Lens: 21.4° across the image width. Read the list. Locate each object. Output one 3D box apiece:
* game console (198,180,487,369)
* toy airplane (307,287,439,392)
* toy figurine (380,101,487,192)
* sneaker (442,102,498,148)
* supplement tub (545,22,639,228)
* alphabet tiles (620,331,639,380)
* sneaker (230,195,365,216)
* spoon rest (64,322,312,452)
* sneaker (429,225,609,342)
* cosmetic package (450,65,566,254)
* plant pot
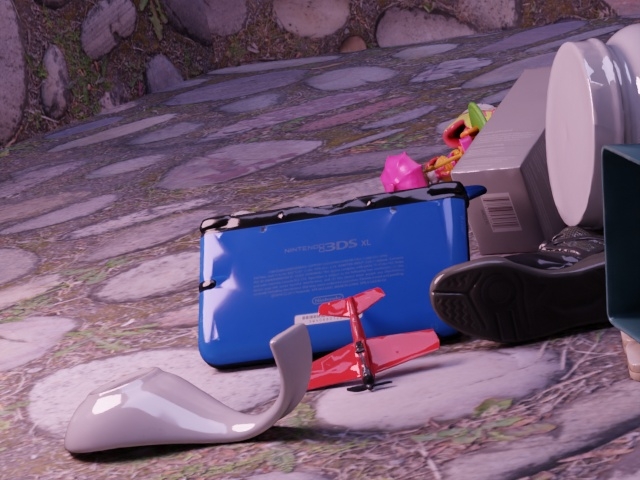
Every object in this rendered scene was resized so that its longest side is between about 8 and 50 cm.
[{"bbox_3d":[0.032,0.033,1.838,0.293,0.250,0.173,-9,-28,15],"label":"game console"},{"bbox_3d":[0.040,0.095,1.650,0.151,0.028,0.151,-13,35,10],"label":"toy airplane"},{"bbox_3d":[0.160,-0.098,2.344,0.159,0.130,0.173,-22,-9,-2],"label":"toy figurine"},{"bbox_3d":[0.268,-0.166,2.604,0.094,0.081,0.208,-28,12,-31],"label":"sneaker"},{"bbox_3d":[0.410,-0.115,1.766,0.316,0.228,0.228,-2,11,-7],"label":"supplement tub"},{"bbox_3d":[0.411,0.075,1.508,0.284,0.021,0.278,-10,12,9],"label":"alphabet tiles"},{"bbox_3d":[0.000,0.000,2.052,0.153,0.094,0.235,-17,14,-29],"label":"sneaker"},{"bbox_3d":[-0.121,0.153,1.566,0.276,0.084,0.137,-19,5,34],"label":"spoon rest"},{"bbox_3d":[0.218,0.043,1.688,0.227,0.087,0.130,-9,11,-2],"label":"sneaker"},{"bbox_3d":[0.261,-0.101,2.038,0.107,0.127,0.238,-4,32,34],"label":"cosmetic package"},{"bbox_3d":[0.385,-0.003,1.472,0.234,0.165,0.166,-7,14,-9],"label":"plant pot"}]
